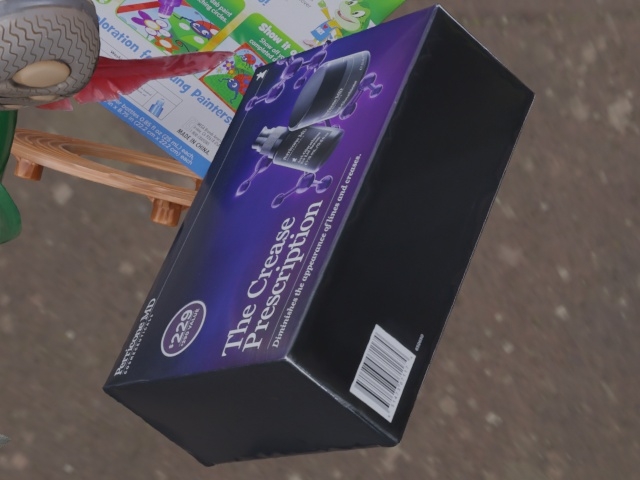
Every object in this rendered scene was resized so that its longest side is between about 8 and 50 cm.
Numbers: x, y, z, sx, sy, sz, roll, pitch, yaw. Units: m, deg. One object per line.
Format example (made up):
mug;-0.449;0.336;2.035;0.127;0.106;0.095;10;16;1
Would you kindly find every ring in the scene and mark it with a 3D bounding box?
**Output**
ring;-0.106;-0.037;1.592;0.336;0.336;0.032;17;95;26

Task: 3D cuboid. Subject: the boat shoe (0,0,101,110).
boat shoe;-0.237;-0.105;0.715;0.355;0.132;0.130;-2;90;23

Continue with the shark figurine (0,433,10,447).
shark figurine;-0.315;0.284;1.827;0.166;0.116;0.278;-43;37;-2

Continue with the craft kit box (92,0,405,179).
craft kit box;-0.093;-0.198;1.464;0.246;0.250;0.061;-38;34;23

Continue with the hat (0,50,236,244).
hat;-0.198;-0.114;1.122;0.173;0.208;0.183;17;66;31

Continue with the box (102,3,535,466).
box;0.000;0.000;1.214;0.184;0.103;0.261;-16;42;50
